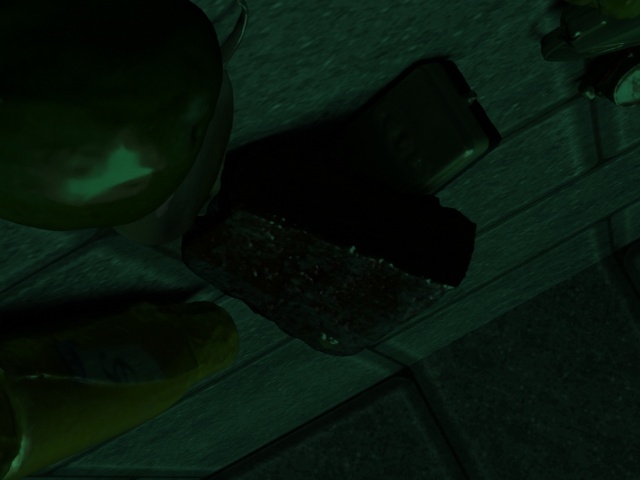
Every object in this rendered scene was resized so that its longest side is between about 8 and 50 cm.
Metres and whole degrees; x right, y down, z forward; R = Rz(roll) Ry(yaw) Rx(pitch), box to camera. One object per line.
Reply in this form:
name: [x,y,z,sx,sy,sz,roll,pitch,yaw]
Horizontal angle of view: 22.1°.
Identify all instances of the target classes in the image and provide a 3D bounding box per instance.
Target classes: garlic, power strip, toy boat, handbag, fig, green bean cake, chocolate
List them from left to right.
fig: [-0.166,-0.078,1.022,0.233,0.167,0.167,-27,170,-42]
chocolate: [-0.243,0.136,1.794,0.162,0.162,0.445,-36,170,32]
garlic: [-0.119,-0.080,1.282,0.129,0.148,0.266,13,161,-11]
green bean cake: [0.000,0.000,1.581,0.198,0.233,0.097,-41,-155,41]
power strip: [0.064,-0.076,1.639,0.257,0.105,0.070,-39,170,36]
toy boat: [0.372,-0.204,1.877,0.089,0.071,0.185,36,125,-28]
handbag: [0.336,-0.236,1.672,0.219,0.079,0.256,-25,173,42]

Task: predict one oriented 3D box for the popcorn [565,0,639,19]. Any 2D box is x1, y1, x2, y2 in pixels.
popcorn: [0.203,-0.249,1.009,0.259,0.212,0.259,-27,180,0]
